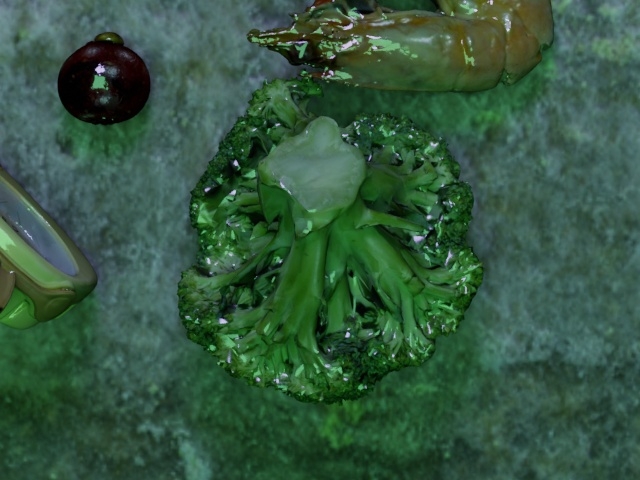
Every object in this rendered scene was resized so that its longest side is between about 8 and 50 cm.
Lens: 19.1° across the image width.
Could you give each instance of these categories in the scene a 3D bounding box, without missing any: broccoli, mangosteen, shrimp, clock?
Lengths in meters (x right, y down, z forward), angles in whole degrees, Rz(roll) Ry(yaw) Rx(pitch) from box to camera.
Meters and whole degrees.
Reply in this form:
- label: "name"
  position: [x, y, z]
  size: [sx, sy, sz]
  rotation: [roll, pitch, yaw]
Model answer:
- label: "broccoli"
  position: [0.000, 0.000, 1.572]
  size: [0.261, 0.241, 0.269]
  rotation: [40, 67, 16]
- label: "mangosteen"
  position: [-0.185, -0.137, 1.625]
  size: [0.081, 0.081, 0.081]
  rotation: [0, 97, 2]
- label: "shrimp"
  position: [0.068, -0.189, 1.598]
  size: [0.267, 0.061, 0.145]
  rotation: [-9, 86, -9]
- label: "clock"
  position: [-0.272, 0.003, 1.567]
  size: [0.069, 0.232, 0.170]
  rotation: [-42, 93, 6]
